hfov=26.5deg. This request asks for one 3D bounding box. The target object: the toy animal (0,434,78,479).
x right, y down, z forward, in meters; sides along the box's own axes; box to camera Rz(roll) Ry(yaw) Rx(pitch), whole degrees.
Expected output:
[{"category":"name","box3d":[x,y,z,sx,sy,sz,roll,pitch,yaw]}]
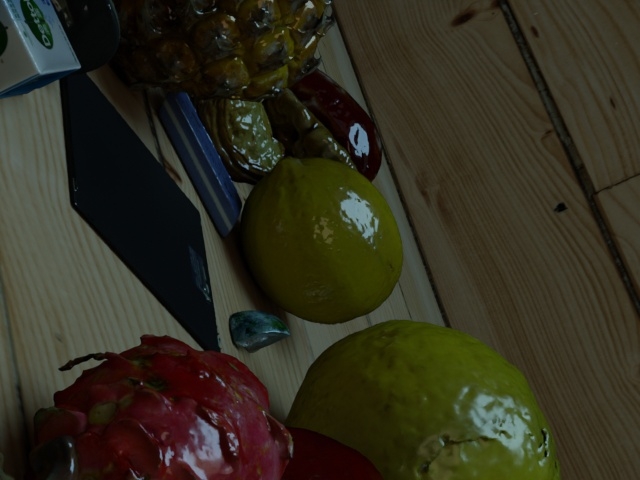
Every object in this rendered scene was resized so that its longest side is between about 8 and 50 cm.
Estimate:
[{"category":"toy animal","box3d":[-0.204,0.241,0.887,0.157,0.097,0.312,-1,70,-65]}]

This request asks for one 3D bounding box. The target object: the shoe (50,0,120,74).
[{"category":"shoe","box3d":[-0.320,-0.353,1.481,0.171,0.132,0.336,-103,167,-65]}]

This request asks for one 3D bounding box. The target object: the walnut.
[{"category":"walnut","box3d":[-0.021,-0.162,2.298,0.269,0.222,0.244,50,4,-5]}]

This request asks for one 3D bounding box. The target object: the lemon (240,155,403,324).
[{"category":"lemon","box3d":[0.002,0.003,1.993,0.263,0.236,0.236,35,20,-14]}]

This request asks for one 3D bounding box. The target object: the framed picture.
[{"category":"framed picture","box3d":[-0.212,-0.037,1.613,0.338,0.014,0.255,54,17,-47]}]

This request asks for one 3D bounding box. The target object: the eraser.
[{"category":"eraser","box3d":[-0.169,-0.115,1.921,0.225,0.036,0.082,63,9,-13]}]

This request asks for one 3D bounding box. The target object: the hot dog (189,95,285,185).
[{"category":"hot dog","box3d":[-0.143,-0.201,2.029,0.175,0.114,0.259,-93,163,-58]}]

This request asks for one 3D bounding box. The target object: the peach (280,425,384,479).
[{"category":"peach","box3d":[-0.013,0.313,1.317,0.361,0.201,0.257,50,18,-57]}]

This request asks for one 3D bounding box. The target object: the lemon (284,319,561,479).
[{"category":"lemon","box3d":[0.112,0.267,1.684,0.350,0.350,0.387,58,-3,-37]}]

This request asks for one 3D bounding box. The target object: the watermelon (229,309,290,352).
[{"category":"watermelon","box3d":[-0.091,0.127,1.794,0.085,0.085,0.061,-94,-173,-62]}]

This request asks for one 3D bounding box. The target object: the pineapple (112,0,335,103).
[{"category":"pineapple","box3d":[-0.142,-0.342,1.747,0.352,0.352,0.300,-87,-170,-67]}]

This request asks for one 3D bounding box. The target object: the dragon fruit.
[{"category":"dragon fruit","box3d":[-0.124,0.179,1.102,0.268,0.210,0.205,-70,152,-83]}]

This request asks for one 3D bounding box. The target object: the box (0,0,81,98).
[{"category":"box","box3d":[-0.324,-0.240,1.331,0.139,0.073,0.194,-57,123,-78]}]
